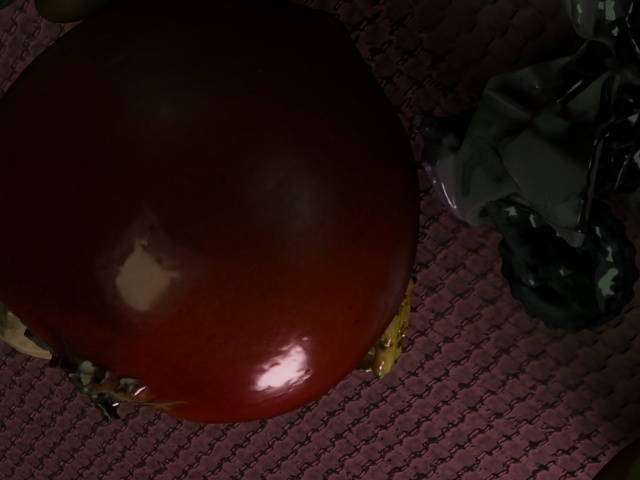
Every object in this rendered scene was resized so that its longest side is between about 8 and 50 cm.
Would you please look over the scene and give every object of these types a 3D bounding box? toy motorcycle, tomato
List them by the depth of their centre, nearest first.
[{"bbox_3d":[0.161,-0.102,1.039,0.188,0.143,0.327,37,129,35],"label":"toy motorcycle"},{"bbox_3d":[-0.081,-0.030,1.098,0.321,0.321,0.322,17,133,20],"label":"tomato"}]

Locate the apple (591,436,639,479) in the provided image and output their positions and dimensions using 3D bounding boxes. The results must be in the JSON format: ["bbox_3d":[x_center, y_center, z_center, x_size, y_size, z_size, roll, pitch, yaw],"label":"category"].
[{"bbox_3d":[0.329,0.307,1.125,0.374,0.374,0.384,48,137,-11],"label":"apple"}]

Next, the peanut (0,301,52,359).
[{"bbox_3d":[-0.260,0.038,1.434,0.224,0.129,0.129,21,134,19],"label":"peanut"}]

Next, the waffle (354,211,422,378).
[{"bbox_3d":[0.000,0.000,1.285,0.160,0.055,0.211,20,133,18],"label":"waffle"}]

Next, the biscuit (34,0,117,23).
[{"bbox_3d":[-0.121,-0.208,1.052,0.047,0.164,0.208,52,173,-8],"label":"biscuit"}]

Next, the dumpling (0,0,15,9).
[{"bbox_3d":[-0.225,-0.221,1.087,0.126,0.166,0.216,54,129,17],"label":"dumpling"}]
